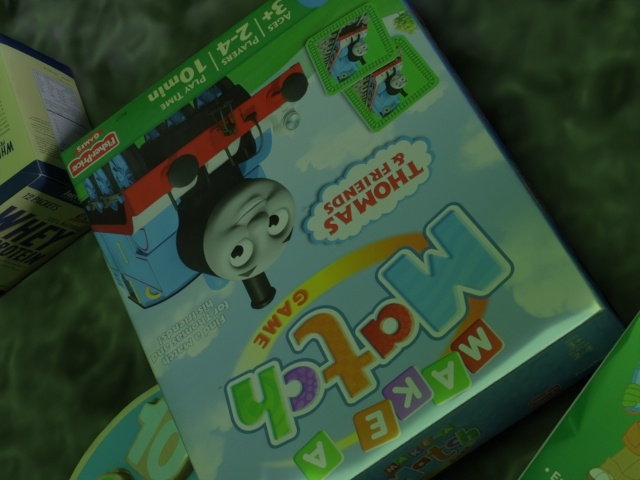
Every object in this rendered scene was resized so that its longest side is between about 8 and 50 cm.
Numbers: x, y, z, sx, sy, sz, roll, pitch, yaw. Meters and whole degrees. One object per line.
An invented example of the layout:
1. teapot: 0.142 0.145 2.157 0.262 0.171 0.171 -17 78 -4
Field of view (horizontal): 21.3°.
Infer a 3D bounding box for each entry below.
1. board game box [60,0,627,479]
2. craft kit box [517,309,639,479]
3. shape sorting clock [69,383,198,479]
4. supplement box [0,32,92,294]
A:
1. board game box: 0.000 0.000 0.657 0.160 0.039 0.211 -35 54 9
2. craft kit box: 0.212 0.073 0.520 0.250 0.061 0.247 39 96 34
3. shape sorting clock: -0.037 0.149 0.666 0.206 0.040 0.206 -10 71 31
4. supplement box: -0.150 -0.034 0.780 0.083 0.056 0.083 -35 61 20
